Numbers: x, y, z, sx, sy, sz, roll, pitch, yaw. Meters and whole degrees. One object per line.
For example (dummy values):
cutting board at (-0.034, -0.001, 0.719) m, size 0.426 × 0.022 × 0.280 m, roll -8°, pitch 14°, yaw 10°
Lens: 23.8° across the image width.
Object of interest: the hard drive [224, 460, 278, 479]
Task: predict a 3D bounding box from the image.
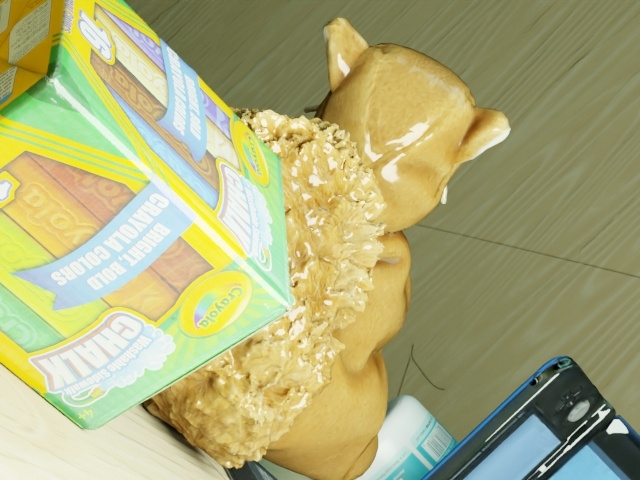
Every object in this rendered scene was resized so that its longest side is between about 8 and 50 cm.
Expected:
hard drive at (-0.025, 0.241, 1.318) m, size 0.135 × 0.022 × 0.094 m, roll 45°, pitch 1°, yaw -29°

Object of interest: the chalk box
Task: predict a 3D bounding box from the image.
chalk box at (-0.137, -0.011, 1.012) m, size 0.289 × 0.180 × 0.179 m, roll 45°, pitch 22°, yaw -29°

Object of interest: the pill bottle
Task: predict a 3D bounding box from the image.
pill bottle at (0.134, 0.310, 1.687) m, size 0.264 × 0.146 × 0.146 m, roll 47°, pitch 1°, yaw -1°

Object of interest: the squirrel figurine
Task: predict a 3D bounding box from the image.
squirrel figurine at (0.000, 0.000, 1.312) m, size 0.281 × 0.370 × 0.397 m, roll 36°, pitch 7°, yaw 10°

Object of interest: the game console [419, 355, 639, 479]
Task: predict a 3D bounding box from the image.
game console at (0.218, 0.295, 1.530) m, size 0.173 × 0.293 × 0.250 m, roll 47°, pitch 1°, yaw 29°
